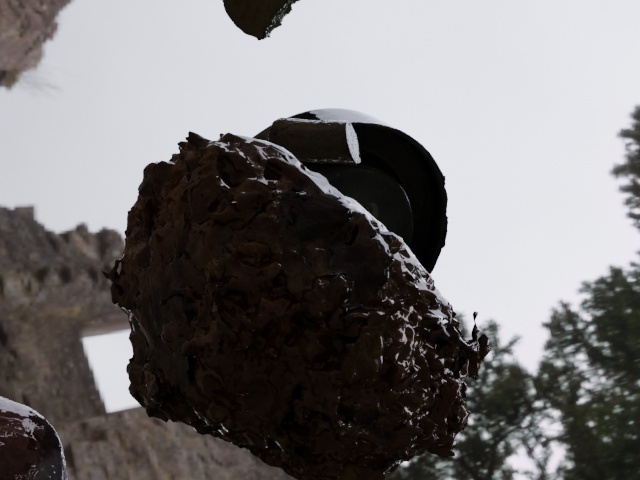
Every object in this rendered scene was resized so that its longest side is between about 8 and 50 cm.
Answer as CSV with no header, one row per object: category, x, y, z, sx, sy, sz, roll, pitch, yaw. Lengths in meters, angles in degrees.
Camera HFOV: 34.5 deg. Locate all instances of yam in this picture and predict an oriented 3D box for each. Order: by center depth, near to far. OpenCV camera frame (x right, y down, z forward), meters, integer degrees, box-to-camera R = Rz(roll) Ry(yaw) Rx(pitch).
yam,-0.004,-0.093,0.967,0.094,0.043,0.043,4,-85,31

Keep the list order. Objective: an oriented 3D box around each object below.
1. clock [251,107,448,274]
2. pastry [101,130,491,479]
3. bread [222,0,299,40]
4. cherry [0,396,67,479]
clock,0.000,0.000,1.423,0.076,0.386,0.386,45,-60,48
pastry,-0.025,0.058,0.682,0.193,0.275,0.275,-49,-123,-2
bread,-0.073,-0.416,1.510,0.172,0.064,0.232,-1,-71,24
cherry,-0.204,0.165,0.543,0.176,0.140,0.176,-8,-100,54
